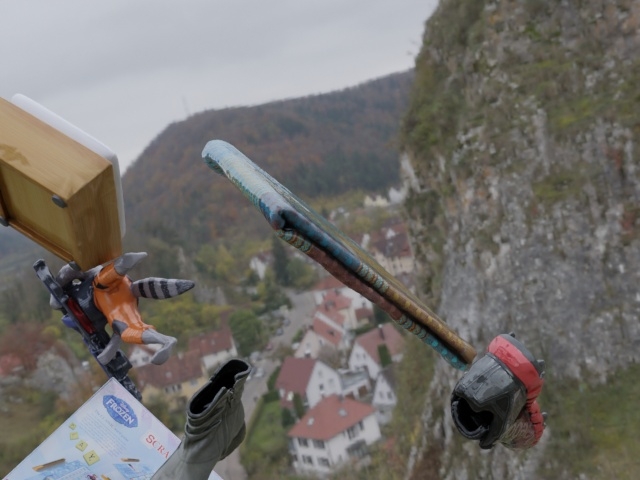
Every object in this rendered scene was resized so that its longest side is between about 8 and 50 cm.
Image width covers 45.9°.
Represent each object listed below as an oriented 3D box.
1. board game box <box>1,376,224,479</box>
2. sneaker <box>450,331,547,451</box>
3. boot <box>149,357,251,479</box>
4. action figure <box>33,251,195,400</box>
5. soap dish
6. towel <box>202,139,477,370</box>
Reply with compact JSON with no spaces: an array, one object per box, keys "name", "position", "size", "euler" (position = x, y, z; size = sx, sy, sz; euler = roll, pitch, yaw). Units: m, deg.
[{"name":"board game box","position":[-0.370,0.461,1.337],"size":[0.318,0.319,0.066],"euler":[-45,-4,-42]},{"name":"sneaker","position":[0.251,0.244,1.082],"size":[0.135,0.276,0.097],"euler":[-37,52,-11]},{"name":"boot","position":[-0.184,0.285,1.073],"size":[0.083,0.161,0.246],"euler":[22,43,17]},{"name":"action figure","position":[-0.370,0.148,1.440],"size":[0.178,0.341,0.330],"euler":[-40,25,-31]},{"name":"soap dish","position":[-0.447,-0.084,1.258],"size":[0.118,0.229,0.291],"euler":[-55,-8,-30]},{"name":"towel","position":[0.000,0.000,0.853],"size":[0.040,0.271,0.370],"euler":[-52,24,3]}]
